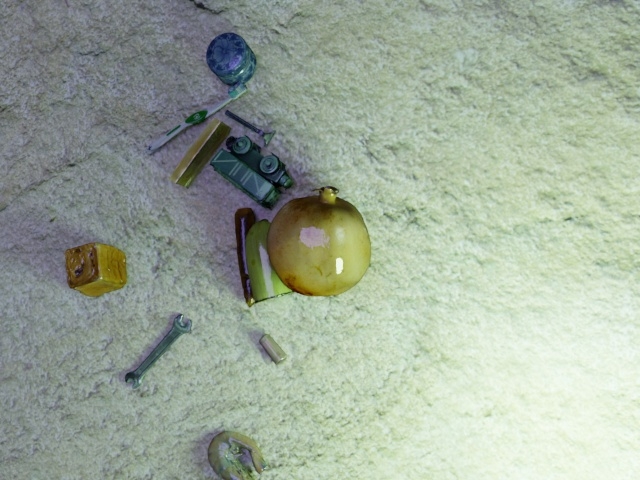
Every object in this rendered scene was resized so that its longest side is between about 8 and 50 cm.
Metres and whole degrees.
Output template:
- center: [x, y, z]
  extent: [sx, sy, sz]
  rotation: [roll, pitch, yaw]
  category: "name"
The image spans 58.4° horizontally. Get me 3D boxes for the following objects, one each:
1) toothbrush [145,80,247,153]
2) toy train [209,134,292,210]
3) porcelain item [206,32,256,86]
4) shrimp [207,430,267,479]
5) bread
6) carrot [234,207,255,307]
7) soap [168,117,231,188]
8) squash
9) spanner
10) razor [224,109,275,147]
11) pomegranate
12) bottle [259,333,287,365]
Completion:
- center: [-0.421, -0.406, 1.929]
  extent: [0.417, 0.040, 0.042]
  rotation: [-31, 60, 13]
  category: "toothbrush"
- center: [-0.216, -0.225, 1.806]
  extent: [0.269, 0.115, 0.154]
  rotation: [37, 87, 15]
  category: "toy train"
- center: [-0.293, -0.593, 1.876]
  extent: [0.147, 0.114, 0.147]
  rotation: [-2, 82, 13]
  category: "porcelain item"
- center: [-0.227, 0.672, 1.718]
  extent: [0.254, 0.059, 0.145]
  rotation: [30, 81, 21]
  category: "shrimp"
- center: [-0.739, 0.097, 1.886]
  extent: [0.158, 0.143, 0.149]
  rotation: [-9, 74, 13]
  category: "bread"
- center: [-0.229, 0.054, 1.802]
  extent: [0.066, 0.066, 0.315]
  rotation: [-7, 84, 14]
  category: "carrot"
- center: [-0.390, -0.285, 1.870]
  extent: [0.037, 0.092, 0.252]
  rotation: [38, 93, 14]
  category: "soap"
- center: [-0.164, 0.058, 1.734]
  extent: [0.132, 0.132, 0.247]
  rotation: [-15, 83, 12]
  category: "squash"
- center: [-0.524, 0.362, 1.858]
  extent: [0.071, 0.017, 0.302]
  rotation: [42, 93, 16]
  category: "spanner"
- center: [-0.238, -0.379, 1.874]
  extent: [0.190, 0.033, 0.066]
  rotation: [34, 91, 17]
  category: "razor"
- center: [0.000, 0.000, 1.614]
  extent: [0.318, 0.319, 0.320]
  rotation: [-2, 82, 15]
  category: "pomegranate"
- center: [-0.145, 0.331, 1.746]
  extent: [0.045, 0.045, 0.096]
  rotation: [-43, 74, 6]
  category: "bottle"
